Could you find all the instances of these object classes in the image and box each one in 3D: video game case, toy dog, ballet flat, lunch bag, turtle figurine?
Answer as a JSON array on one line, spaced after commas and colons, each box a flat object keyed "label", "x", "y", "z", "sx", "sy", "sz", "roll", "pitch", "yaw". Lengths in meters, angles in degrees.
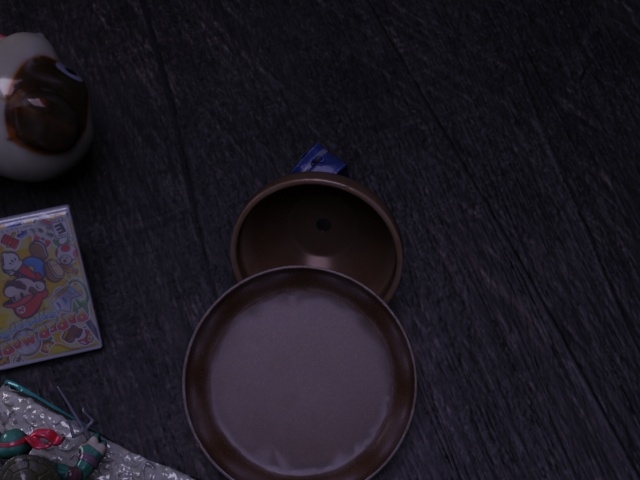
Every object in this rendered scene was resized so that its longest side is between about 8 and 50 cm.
[{"label": "video game case", "x": -0.432, "y": 0.073, "z": 1.456, "sx": 0.226, "sy": 0.026, "sz": 0.206, "roll": -12, "pitch": 102, "yaw": -6}, {"label": "toy dog", "x": -0.522, "y": -0.157, "z": 1.479, "sx": 0.407, "sy": 0.284, "sz": 0.396, "roll": -15, "pitch": 81, "yaw": -6}, {"label": "ballet flat", "x": -0.268, "y": 0.314, "z": 1.350, "sx": 0.408, "sy": 0.147, "sz": 0.147, "roll": 24, "pitch": 69, "yaw": 10}, {"label": "lunch bag", "x": -0.003, "y": -0.094, "z": 1.546, "sx": 0.065, "sy": 0.098, "sz": 0.067, "roll": 38, "pitch": 75, "yaw": 17}, {"label": "turtle figurine", "x": -0.337, "y": 0.302, "z": 1.250, "sx": 0.175, "sy": 0.118, "sz": 0.234, "roll": -15, "pitch": 91, "yaw": 3}]

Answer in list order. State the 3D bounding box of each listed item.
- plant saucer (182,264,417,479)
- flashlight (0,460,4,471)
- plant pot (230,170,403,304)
[{"label": "plant saucer", "x": -0.028, "y": 0.190, "z": 1.419, "sx": 0.310, "sy": 0.050, "sz": 0.311, "roll": 0, "pitch": 85, "yaw": 0}, {"label": "flashlight", "x": -0.369, "y": 0.419, "z": 1.323, "sx": 0.103, "sy": 0.103, "sz": 0.304, "roll": -14, "pitch": 56, "yaw": -47}, {"label": "plant pot", "x": 0.000, "y": 0.000, "z": 1.472, "sx": 0.237, "sy": 0.237, "sz": 0.110, "roll": 9, "pitch": 30, "yaw": 3}]
